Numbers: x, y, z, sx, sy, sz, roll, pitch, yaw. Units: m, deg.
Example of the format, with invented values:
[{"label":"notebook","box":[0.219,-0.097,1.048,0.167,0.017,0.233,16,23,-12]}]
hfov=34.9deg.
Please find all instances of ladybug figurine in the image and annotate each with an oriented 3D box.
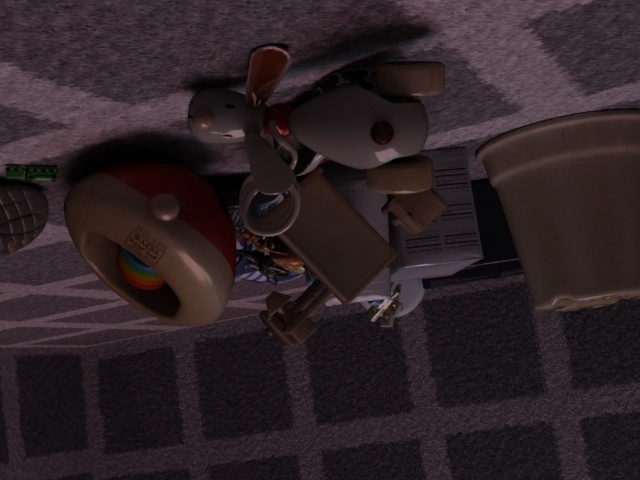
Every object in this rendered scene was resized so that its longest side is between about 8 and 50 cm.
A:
[{"label":"ladybug figurine","box":[-0.255,-0.006,1.625,0.305,0.162,0.449,38,159,-6]}]

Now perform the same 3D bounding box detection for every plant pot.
[{"label":"plant pot","box":[0.467,-0.037,1.815,0.334,0.305,0.334,-8,170,-1]}]

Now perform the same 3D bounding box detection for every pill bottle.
[{"label":"pill bottle","box":[0.169,0.094,2.513,0.176,0.176,0.318,-8,-174,2]}]

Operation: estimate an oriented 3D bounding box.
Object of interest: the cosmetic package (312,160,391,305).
[{"label":"cosmetic package","box":[0.054,-0.018,1.764,0.127,0.238,0.107,-6,-151,-1]}]

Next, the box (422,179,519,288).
[{"label":"box","box":[0.378,-0.019,2.225,0.343,0.179,0.312,-9,171,4]}]

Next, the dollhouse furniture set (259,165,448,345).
[{"label":"dollhouse furniture set","box":[0.000,0.000,1.616,0.303,0.174,0.355,-44,-177,-11]}]

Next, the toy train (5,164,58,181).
[{"label":"toy train","box":[-0.433,-0.100,1.533,0.083,0.023,0.017,0,168,-37]}]

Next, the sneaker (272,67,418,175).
[{"label":"sneaker","box":[0.043,-0.172,1.379,0.118,0.107,0.279,-24,-175,-36]}]

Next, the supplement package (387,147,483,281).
[{"label":"supplement package","box":[0.184,-0.042,1.858,0.149,0.203,0.194,-6,171,-11]}]

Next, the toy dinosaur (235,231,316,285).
[{"label":"toy dinosaur","box":[-0.052,-0.003,1.924,0.322,0.164,0.218,36,169,-24]}]

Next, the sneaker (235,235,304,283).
[{"label":"sneaker","box":[-0.144,0.023,2.178,0.323,0.130,0.236,-2,174,-5]}]

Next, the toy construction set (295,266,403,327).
[{"label":"toy construction set","box":[0.091,0.057,2.232,0.151,0.215,0.328,-20,143,34]}]

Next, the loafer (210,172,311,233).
[{"label":"loafer","box":[-0.085,-0.081,1.819,0.303,0.095,0.109,-9,141,-21]}]

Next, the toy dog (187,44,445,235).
[{"label":"toy dog","box":[-0.010,-0.130,1.212,0.334,0.220,0.161,-17,-176,20]}]

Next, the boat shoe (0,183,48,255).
[{"label":"boat shoe","box":[-0.567,-0.041,1.576,0.116,0.123,0.324,25,-161,30]}]
